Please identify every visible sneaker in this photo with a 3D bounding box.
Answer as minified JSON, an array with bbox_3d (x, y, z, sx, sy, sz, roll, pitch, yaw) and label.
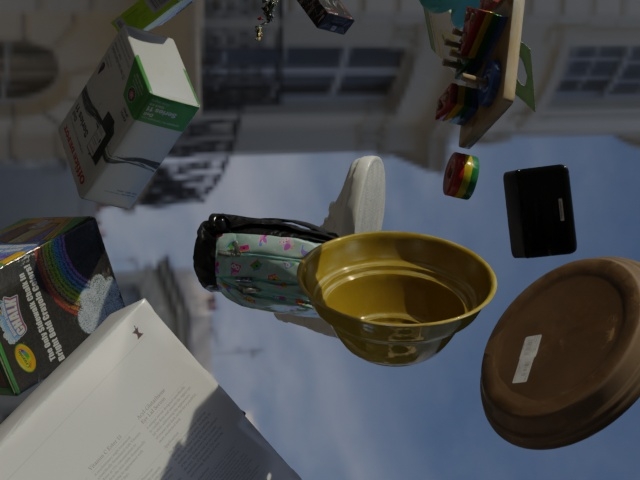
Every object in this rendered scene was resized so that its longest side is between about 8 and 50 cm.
[{"bbox_3d":[0.000,0.000,2.221,0.169,0.108,0.293,12,-89,28],"label":"sneaker"}]

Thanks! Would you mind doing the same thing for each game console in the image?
[{"bbox_3d":[0.300,-0.039,1.931,0.071,0.107,0.122,-9,92,-68],"label":"game console"}]

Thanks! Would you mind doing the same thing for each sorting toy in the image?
[{"bbox_3d":[0.159,-0.187,1.427,0.132,0.046,0.275,130,-29,-68],"label":"sorting toy"}]

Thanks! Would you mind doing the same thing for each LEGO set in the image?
[{"bbox_3d":[-0.076,-0.329,2.055,0.083,0.023,0.054,125,-28,-65],"label":"LEGO set"}]

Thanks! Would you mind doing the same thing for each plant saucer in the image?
[{"bbox_3d":[0.301,0.127,1.719,0.278,0.041,0.278,-33,-147,25],"label":"plant saucer"}]

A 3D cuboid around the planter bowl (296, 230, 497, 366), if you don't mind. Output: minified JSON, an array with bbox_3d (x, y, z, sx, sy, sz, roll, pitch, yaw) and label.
[{"bbox_3d":[0.081,0.077,1.541,0.217,0.217,0.090,-130,-143,-56],"label":"planter bowl"}]

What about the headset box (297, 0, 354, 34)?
[{"bbox_3d":[0.004,-0.353,2.127,0.032,0.062,0.083,-49,-124,28],"label":"headset box"}]

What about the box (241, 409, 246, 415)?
[{"bbox_3d":[-0.200,0.244,1.729,0.093,0.158,0.156,30,-89,38],"label":"box"}]

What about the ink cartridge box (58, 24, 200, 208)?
[{"bbox_3d":[-0.271,-0.169,1.961,0.208,0.086,0.153,-52,-135,30],"label":"ink cartridge box"}]

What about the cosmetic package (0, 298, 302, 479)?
[{"bbox_3d":[-0.233,0.292,1.508,0.284,0.377,0.097,52,-36,-13],"label":"cosmetic package"}]

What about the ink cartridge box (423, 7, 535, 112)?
[{"bbox_3d":[0.262,-0.320,2.348,0.235,0.056,0.171,51,-11,33],"label":"ink cartridge box"}]

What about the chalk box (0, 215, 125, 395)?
[{"bbox_3d":[-0.444,0.101,1.962,0.179,0.289,0.180,-1,-68,44],"label":"chalk box"}]

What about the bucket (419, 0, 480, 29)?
[{"bbox_3d":[0.177,-0.436,1.930,0.183,0.281,0.281,-51,-140,21],"label":"bucket"}]

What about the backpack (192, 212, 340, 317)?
[{"bbox_3d":[-0.052,0.031,1.707,0.152,0.182,0.115,-4,102,-80],"label":"backpack"}]

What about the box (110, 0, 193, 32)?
[{"bbox_3d":[-0.241,-0.360,2.145,0.042,0.109,0.178,54,19,-8],"label":"box"}]
